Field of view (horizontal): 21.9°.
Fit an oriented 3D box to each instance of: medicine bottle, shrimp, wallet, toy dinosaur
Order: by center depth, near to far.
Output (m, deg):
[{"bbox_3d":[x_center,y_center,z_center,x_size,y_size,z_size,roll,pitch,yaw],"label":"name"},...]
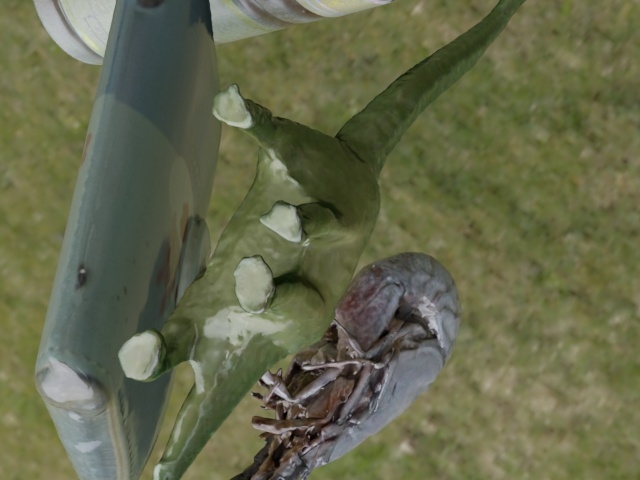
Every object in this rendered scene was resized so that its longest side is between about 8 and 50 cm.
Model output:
[{"bbox_3d":[0.000,0.000,1.014,0.087,0.301,0.447,27,99,17],"label":"toy dinosaur"},{"bbox_3d":[-0.127,-0.007,1.185,0.083,0.360,0.252,5,151,7],"label":"wallet"},{"bbox_3d":[-0.087,-0.241,1.385,0.322,0.151,0.151,-8,123,38],"label":"medicine bottle"},{"bbox_3d":[0.000,0.140,1.490,0.116,0.343,0.145,30,156,41],"label":"shrimp"}]
